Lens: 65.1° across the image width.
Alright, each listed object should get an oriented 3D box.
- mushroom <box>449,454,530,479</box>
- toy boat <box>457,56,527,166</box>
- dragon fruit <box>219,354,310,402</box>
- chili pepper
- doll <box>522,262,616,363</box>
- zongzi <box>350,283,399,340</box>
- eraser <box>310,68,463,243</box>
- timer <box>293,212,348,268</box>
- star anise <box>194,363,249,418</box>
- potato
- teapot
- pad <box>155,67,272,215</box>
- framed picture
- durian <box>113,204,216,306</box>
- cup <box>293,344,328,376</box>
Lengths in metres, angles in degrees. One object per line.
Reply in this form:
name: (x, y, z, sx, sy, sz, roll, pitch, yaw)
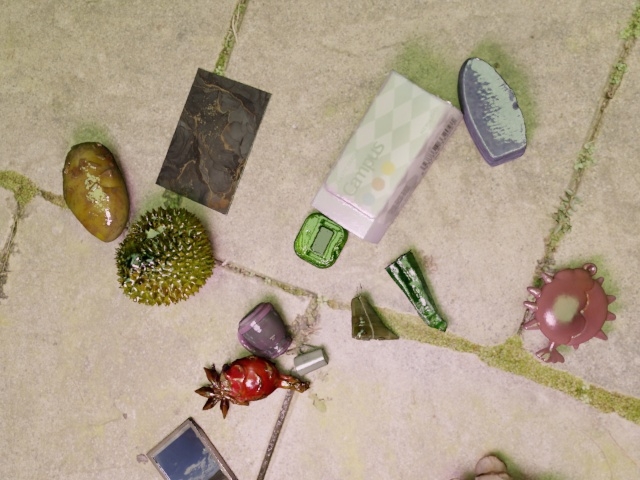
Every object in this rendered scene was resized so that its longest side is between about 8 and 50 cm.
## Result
mushroom: (0.420, 0.656, 1.215, 0.253, 0.195, 0.189, 1, 123, 6)
toy boat: (0.421, -0.331, 1.256, 0.127, 0.078, 0.283, -22, 87, 14)
dragon fruit: (-0.144, 0.376, 1.343, 0.246, 0.125, 0.125, 8, 126, -8)
chili pepper: (0.262, 0.140, 1.298, 0.088, 0.059, 0.227, -34, 85, 5)
doll: (0.597, 0.174, 1.209, 0.211, 0.093, 0.262, 17, 93, 8)
zongzi: (0.145, 0.189, 1.335, 0.130, 0.062, 0.154, 2, 74, -9)
eraser: (0.165, -0.203, 1.279, 0.213, 0.082, 0.397, 33, 103, 4)
timer: (0.000, 0.000, 1.356, 0.128, 0.047, 0.140, 29, 95, 10)
star anise: (-0.272, 0.423, 1.405, 0.167, 0.057, 0.168, -1, 85, 9)
potato: (-0.648, -0.139, 1.445, 0.176, 0.141, 0.298, -16, 86, 20)
teapot: (-0.155, 0.259, 1.357, 0.148, 0.116, 0.146, -40, 94, 4)
pad: (-0.312, -0.287, 1.444, 0.247, 0.007, 0.368, 23, 95, 11)
framed picture: (-0.363, 0.664, 1.444, 0.189, 0.023, 0.260, -40, 83, 12)
durian: (-0.415, 0.054, 1.365, 0.291, 0.225, 0.291, -10, 52, 13)
cup: (-0.026, 0.322, 1.366, 0.083, 0.075, 0.054, -23, 122, 8)
